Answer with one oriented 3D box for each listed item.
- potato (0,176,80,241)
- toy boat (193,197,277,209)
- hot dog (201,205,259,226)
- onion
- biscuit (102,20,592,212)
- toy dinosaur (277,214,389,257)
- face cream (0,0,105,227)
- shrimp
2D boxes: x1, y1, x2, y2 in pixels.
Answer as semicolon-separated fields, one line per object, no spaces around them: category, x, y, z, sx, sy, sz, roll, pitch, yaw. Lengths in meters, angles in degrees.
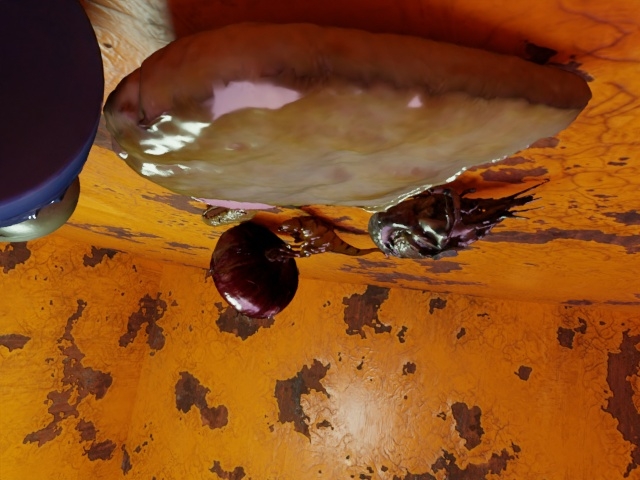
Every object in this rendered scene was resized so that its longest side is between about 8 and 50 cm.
potato;-0.569;-0.109;0.784;0.243;0.221;0.326;15;172;-42
toy boat;-0.149;-0.111;0.815;0.317;0.099;0.141;8;142;-4
hot dog;-0.239;-0.073;1.163;0.087;0.061;0.285;1;175;-29
onion;-0.185;0.082;1.362;0.232;0.314;0.314;-32;149;26
biscuit;-0.018;-0.120;0.549;0.445;0.104;0.429;2;172;-16
toy dinosaur;0.000;0.000;1.276;0.208;0.097;0.432;-13;162;37
face cream;-0.343;-0.132;0.407;0.248;0.249;0.225;15;170;-31
shrimp;0.229;-0.044;0.802;0.343;0.145;0.116;-16;-163;42
